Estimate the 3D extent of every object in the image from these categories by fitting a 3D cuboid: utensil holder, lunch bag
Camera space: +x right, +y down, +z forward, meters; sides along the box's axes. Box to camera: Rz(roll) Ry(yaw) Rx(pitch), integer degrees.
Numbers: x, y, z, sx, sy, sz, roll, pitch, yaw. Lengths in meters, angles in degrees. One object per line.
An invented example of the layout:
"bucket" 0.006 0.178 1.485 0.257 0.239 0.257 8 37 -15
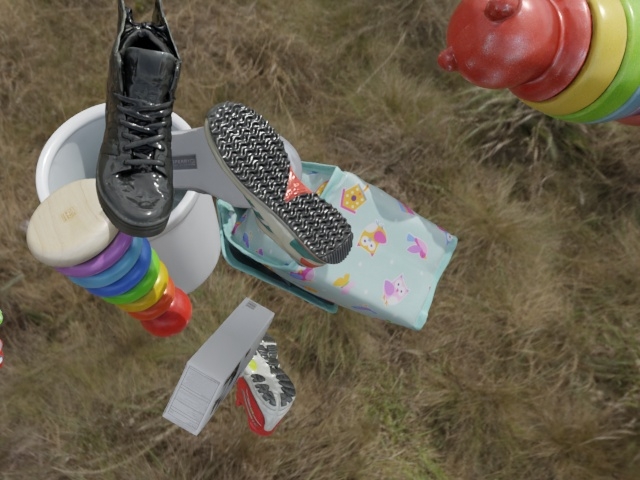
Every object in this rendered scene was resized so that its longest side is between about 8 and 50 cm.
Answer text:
"utensil holder" -0.398 -0.062 1.390 0.327 0.385 0.328 1 65 -1
"lunch bag" 0.000 0.000 0.813 0.223 0.262 0.160 28 82 -34

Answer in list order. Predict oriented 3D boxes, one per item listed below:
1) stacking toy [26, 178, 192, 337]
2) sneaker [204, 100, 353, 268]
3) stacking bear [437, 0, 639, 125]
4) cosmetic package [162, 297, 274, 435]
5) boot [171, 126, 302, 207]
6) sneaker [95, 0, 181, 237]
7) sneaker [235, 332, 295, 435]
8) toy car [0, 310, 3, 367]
"stacking toy" -0.293 0.057 0.963 0.141 0.330 0.141 -9 53 13
"sneaker" -0.046 -0.038 0.520 0.161 0.075 0.057 48 59 -10
"stacking bear" 0.262 -0.211 0.669 0.289 0.175 0.164 -2 74 -28
"cosmetic package" -0.143 0.178 0.928 0.060 0.099 0.239 30 20 3
"boot" -0.100 -0.097 0.737 0.258 0.095 0.123 11 18 35
"sneaker" -0.123 -0.093 0.422 0.051 0.089 0.170 3 53 -23
"sneaker" -0.140 0.269 1.230 0.107 0.118 0.279 13 23 -25
"toy car" -0.698 0.163 1.244 0.239 0.225 0.053 44 41 -31
